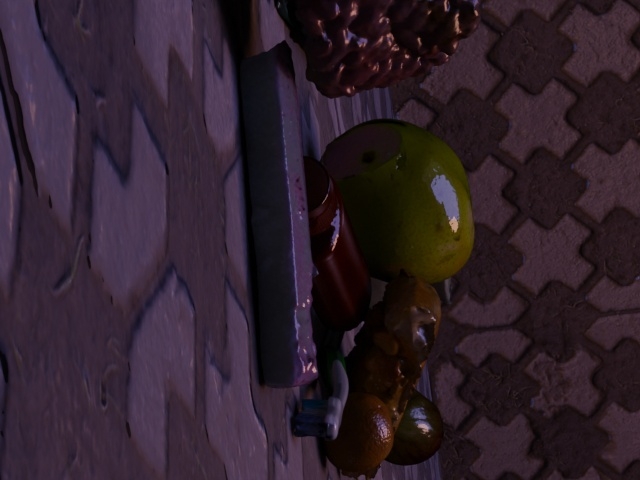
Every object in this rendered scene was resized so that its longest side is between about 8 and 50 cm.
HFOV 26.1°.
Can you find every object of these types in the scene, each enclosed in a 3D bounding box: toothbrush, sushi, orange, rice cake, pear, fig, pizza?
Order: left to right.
[{"bbox_3d":[-0.030,-0.020,1.138,0.081,0.051,0.290,54,30,-73],"label":"rice cake"},{"bbox_3d":[0.015,0.128,1.410,0.418,0.040,0.042,-63,155,-78],"label":"toothbrush"},{"bbox_3d":[0.029,-0.263,1.197,0.236,0.171,0.270,63,5,-54],"label":"sushi"},{"bbox_3d":[0.036,0.193,1.391,0.085,0.085,0.085,-7,90,-83],"label":"orange"},{"bbox_3d":[0.064,0.150,1.515,0.335,0.086,0.226,104,9,-73],"label":"pizza"},{"bbox_3d":[0.094,0.233,1.773,0.155,0.109,0.103,27,76,-50],"label":"fig"},{"bbox_3d":[0.094,-0.031,1.579,0.219,0.187,0.187,57,21,-32],"label":"pear"}]

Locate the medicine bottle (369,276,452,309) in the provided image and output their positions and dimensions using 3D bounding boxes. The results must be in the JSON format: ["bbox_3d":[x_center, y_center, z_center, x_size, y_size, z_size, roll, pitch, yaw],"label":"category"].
[{"bbox_3d":[0.096,0.018,1.750,0.147,0.143,0.147,-7,90,-82],"label":"medicine bottle"}]

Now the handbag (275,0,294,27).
[{"bbox_3d":[0.005,-0.359,1.543,0.274,0.100,0.268,46,37,-78],"label":"handbag"}]

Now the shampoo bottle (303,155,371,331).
[{"bbox_3d":[0.000,0.000,1.313,0.260,0.064,0.102,66,19,-65],"label":"shampoo bottle"}]
